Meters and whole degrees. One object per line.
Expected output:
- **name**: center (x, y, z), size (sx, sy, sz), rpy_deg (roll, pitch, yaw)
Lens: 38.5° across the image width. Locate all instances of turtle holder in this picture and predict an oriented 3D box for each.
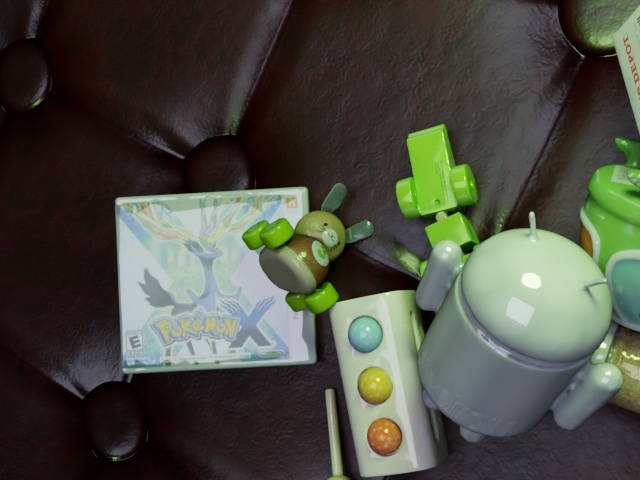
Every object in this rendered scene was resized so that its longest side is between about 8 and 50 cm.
- **turtle holder**: center (0.508, 0.007, 1.236), size (0.321, 0.243, 0.227), rpy_deg (3, 112, -11)

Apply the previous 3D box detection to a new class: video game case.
- **video game case**: center (-0.177, 0.067, 1.549), size (0.329, 0.036, 0.299), rpy_deg (-3, 86, 2)

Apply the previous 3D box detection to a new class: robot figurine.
- **robot figurine**: center (0.256, 0.125, 1.226), size (0.300, 0.200, 0.353), rpy_deg (37, 136, 17)

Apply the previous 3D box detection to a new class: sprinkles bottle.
- **sprinkles bottle**: center (0.522, 0.210, 1.259), size (0.356, 0.121, 0.121), rpy_deg (19, 95, 23)

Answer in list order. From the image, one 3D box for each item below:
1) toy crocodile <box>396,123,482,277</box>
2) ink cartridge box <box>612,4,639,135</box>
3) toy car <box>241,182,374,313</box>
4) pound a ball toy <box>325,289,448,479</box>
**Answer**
- **toy crocodile**: center (0.203, -0.014, 1.424), size (0.115, 0.105, 0.340), rpy_deg (-19, 76, 20)
- **ink cartridge box**: center (0.486, -0.240, 1.102), size (0.115, 0.273, 0.198), rpy_deg (0, 67, -14)
- **toy car**: center (0.000, 0.000, 1.474), size (0.188, 0.149, 0.155), rpy_deg (-40, 105, -21)
- **pound a ball toy**: center (0.069, 0.253, 1.445), size (0.208, 0.136, 0.319), rpy_deg (-13, 83, 22)
